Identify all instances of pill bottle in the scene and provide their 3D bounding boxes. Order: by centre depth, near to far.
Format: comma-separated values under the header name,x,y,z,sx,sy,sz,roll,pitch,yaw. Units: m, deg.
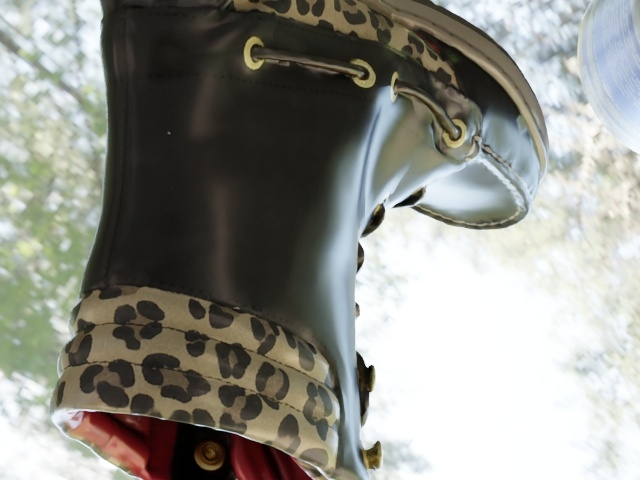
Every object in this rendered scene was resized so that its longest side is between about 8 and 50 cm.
name,x,y,z,sx,sy,sz,roll,pitch,yaw
pill bottle,0.251,-0.134,1.026,0.152,0.272,0.152,0,-94,-2

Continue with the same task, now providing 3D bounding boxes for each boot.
name,x,y,z,sx,sy,sz,roll,pitch,yaw
boot,0.000,0.000,0.893,0.138,0.377,0.284,-6,-114,29
